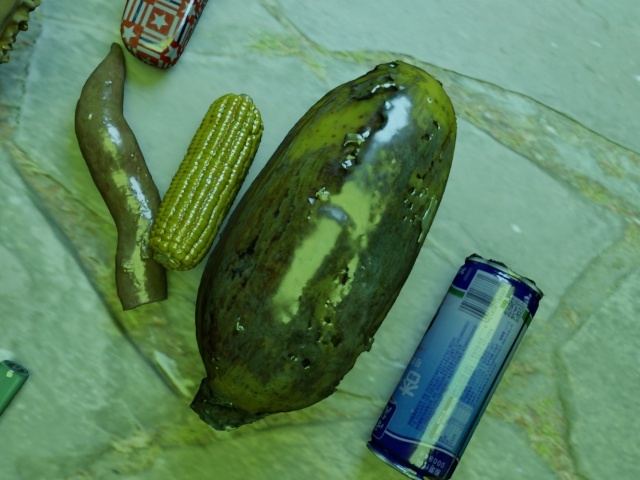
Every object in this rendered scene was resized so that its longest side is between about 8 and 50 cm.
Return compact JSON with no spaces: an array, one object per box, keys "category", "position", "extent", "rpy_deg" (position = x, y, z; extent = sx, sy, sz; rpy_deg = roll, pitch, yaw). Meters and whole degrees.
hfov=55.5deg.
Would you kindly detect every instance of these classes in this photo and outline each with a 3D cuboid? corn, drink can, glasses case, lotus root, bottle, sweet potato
[{"category":"corn","position":[-0.112,-0.063,0.619],"extent":[0.068,0.068,0.207],"rpy_deg":[22,68,-7]},{"category":"drink can","position":[0.145,0.138,0.652],"extent":[0.097,0.097,0.235],"rpy_deg":[30,83,-6]},{"category":"glasses case","position":[-0.152,-0.278,0.649],"extent":[0.073,0.049,0.195],"rpy_deg":[24,84,-6]},{"category":"lotus root","position":[0.000,0.000,0.589],"extent":[0.179,0.196,0.398],"rpy_deg":[29,86,-1]},{"category":"bottle","position":[-0.329,0.162,0.608],"extent":[0.030,0.030,0.083],"rpy_deg":[34,83,-6]},{"category":"sweet potato","position":[-0.205,-0.071,0.625],"extent":[0.067,0.059,0.281],"rpy_deg":[-14,91,-18]}]

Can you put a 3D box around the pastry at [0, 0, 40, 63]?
[{"category":"pastry","position":[-0.399,-0.252,0.553],"extent":[0.255,0.162,0.311],"rpy_deg":[-44,84,2]}]
